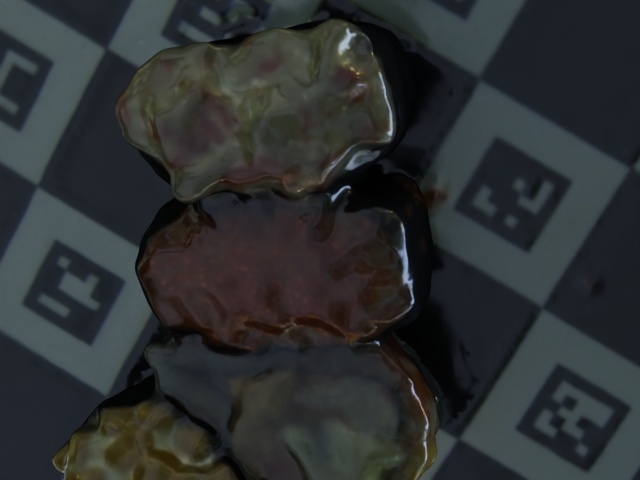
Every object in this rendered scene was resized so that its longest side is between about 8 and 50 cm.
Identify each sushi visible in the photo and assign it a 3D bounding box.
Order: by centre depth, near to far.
[{"bbox_3d":[0.000,0.000,0.501,0.264,0.050,0.290,7,-73,11],"label":"sushi"}]
